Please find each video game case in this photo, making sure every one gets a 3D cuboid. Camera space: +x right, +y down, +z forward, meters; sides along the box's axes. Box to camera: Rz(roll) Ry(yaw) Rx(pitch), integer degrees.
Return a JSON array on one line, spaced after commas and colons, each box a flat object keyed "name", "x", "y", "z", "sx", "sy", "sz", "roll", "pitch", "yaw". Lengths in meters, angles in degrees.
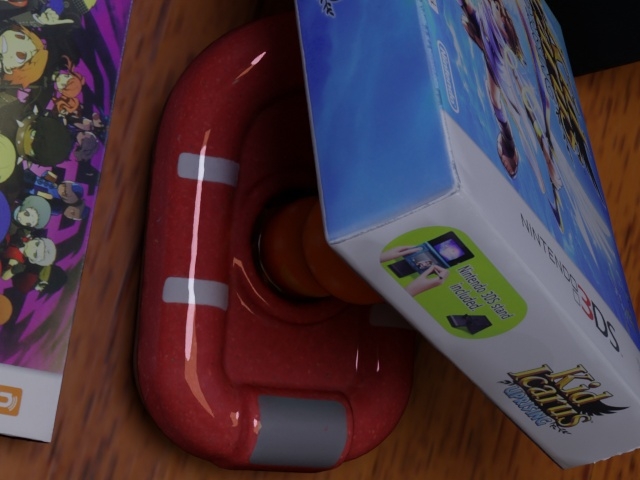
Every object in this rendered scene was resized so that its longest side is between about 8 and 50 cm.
[{"name": "video game case", "x": -0.205, "y": -0.037, "z": 0.681, "sx": 0.210, "sy": 0.042, "sz": 0.232, "roll": 14, "pitch": 80, "yaw": -27}, {"name": "video game case", "x": 0.070, "y": -0.061, "z": 0.696, "sx": 0.244, "sy": 0.061, "sz": 0.269, "roll": 44, "pitch": 31, "yaw": -49}]

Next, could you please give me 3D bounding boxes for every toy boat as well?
[{"name": "toy boat", "x": 0.000, "y": 0.000, "z": 0.728, "sx": 0.151, "sy": 0.151, "sz": 0.231, "roll": 7, "pitch": 84, "yaw": -28}]

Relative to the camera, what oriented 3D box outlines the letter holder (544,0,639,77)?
[{"name": "letter holder", "x": 0.203, "y": -0.280, "z": 0.860, "sx": 0.214, "sy": 0.152, "sz": 0.302, "roll": -28, "pitch": 100, "yaw": -29}]
